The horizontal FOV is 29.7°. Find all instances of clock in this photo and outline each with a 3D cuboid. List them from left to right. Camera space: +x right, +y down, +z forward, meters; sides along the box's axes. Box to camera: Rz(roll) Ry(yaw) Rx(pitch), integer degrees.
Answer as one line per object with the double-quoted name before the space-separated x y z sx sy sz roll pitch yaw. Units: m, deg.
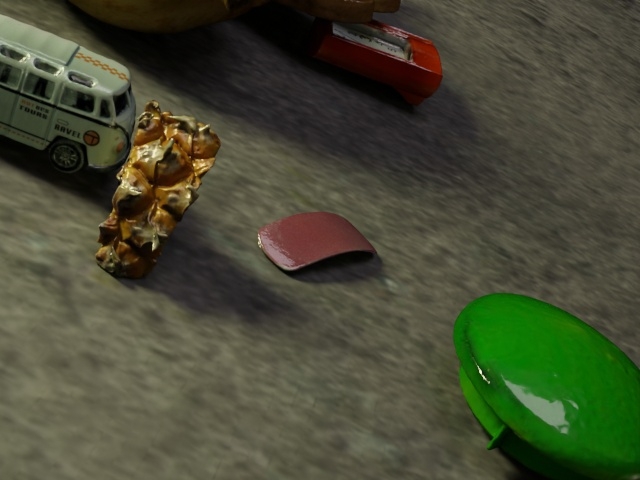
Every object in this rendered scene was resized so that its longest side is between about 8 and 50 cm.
"clock" 0.061 -0.222 1.442 0.155 0.061 0.113 20 28 -12

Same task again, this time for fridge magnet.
"fridge magnet" 0.199 0.124 1.008 0.208 0.088 0.208 24 30 -15

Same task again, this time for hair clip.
"hair clip" 0.001 -0.001 1.085 0.137 0.022 0.054 -9 51 -49

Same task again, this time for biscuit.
"biscuit" -0.056 -0.319 1.445 0.295 0.044 0.186 24 24 18

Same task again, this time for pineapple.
"pineapple" -0.138 -0.035 0.951 0.069 0.137 0.116 29 -13 -11

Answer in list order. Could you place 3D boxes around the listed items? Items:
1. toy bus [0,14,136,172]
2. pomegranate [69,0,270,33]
"toy bus" -0.239 -0.126 0.974 0.193 0.089 0.087 21 30 -6
"pomegranate" -0.149 -0.349 1.212 0.319 0.319 0.319 23 30 -14
